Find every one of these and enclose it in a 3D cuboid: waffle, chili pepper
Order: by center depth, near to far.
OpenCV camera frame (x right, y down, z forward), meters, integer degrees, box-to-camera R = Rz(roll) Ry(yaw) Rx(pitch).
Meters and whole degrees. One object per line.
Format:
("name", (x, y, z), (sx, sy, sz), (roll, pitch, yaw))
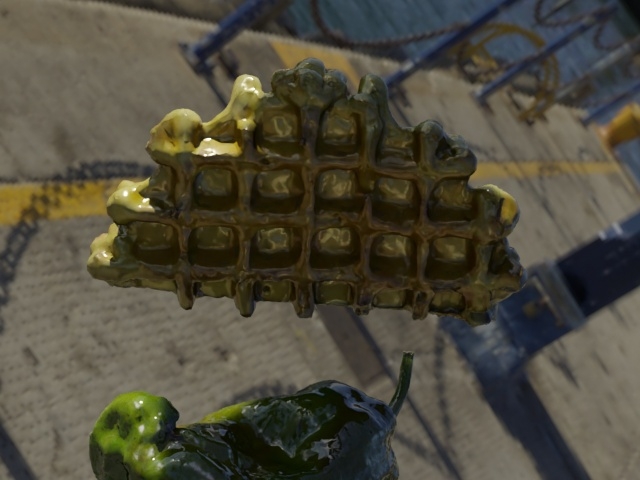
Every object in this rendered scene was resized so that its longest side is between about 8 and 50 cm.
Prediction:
("chili pepper", (-0.009, 0.100, 0.583), (0.204, 0.073, 0.072), (2, 16, -45))
("waffle", (0.000, 0.000, 0.609), (0.192, 0.160, 0.046), (36, 16, -15))
